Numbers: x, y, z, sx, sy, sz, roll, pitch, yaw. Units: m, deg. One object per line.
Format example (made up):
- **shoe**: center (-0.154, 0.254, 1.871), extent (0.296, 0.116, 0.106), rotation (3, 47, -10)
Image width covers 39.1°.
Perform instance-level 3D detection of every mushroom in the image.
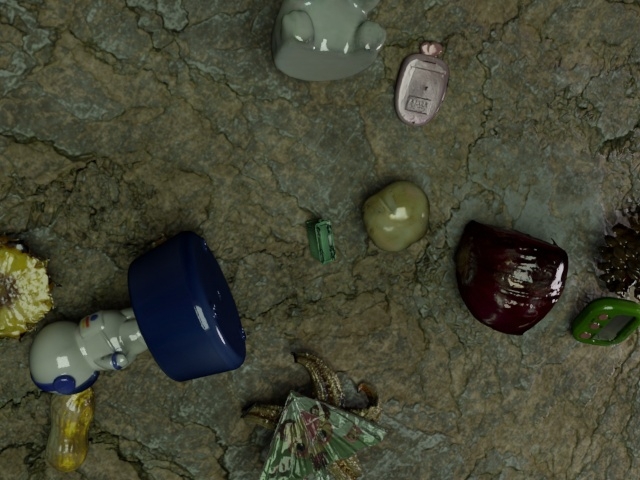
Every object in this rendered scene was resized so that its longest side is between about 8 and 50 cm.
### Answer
- **mushroom**: center (0.149, -0.047, 1.761), extent (0.147, 0.112, 0.148), rotation (-3, 109, -10)

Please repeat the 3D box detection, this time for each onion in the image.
- **onion**: center (0.380, 0.085, 1.803), extent (0.216, 0.207, 0.206), rotation (13, 99, -9)

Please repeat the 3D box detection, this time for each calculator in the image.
- **calculator**: center (0.197, -0.303, 1.745), extent (0.103, 0.024, 0.166), rotation (10, 104, -14)

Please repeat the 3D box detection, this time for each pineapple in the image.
- **pineapple**: center (-0.586, 0.082, 1.658), extent (0.224, 0.076, 0.225), rotation (-2, 107, -8)

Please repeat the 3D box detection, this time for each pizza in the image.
- **pizza**: center (-0.310, 0.021, 1.733), extent (0.037, 0.016, 0.083), rotation (10, 107, -16)

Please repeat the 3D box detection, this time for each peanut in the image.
- **peanut**: center (-0.487, 0.354, 1.752), extent (0.087, 0.087, 0.207), rotation (8, 105, -14)

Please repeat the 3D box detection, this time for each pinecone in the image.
- **pinecone**: center (0.669, 0.036, 1.868), extent (0.195, 0.150, 0.179), rotation (-42, 66, 14)

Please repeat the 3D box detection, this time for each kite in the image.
- **kite**: center (-0.009, 0.418, 1.798), extent (0.322, 0.013, 0.268), rotation (-22, 101, -15)

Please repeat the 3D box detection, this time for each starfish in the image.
- **starfish**: center (-0.017, 0.392, 1.854), extent (0.303, 0.113, 0.312), rotation (19, 91, -19)

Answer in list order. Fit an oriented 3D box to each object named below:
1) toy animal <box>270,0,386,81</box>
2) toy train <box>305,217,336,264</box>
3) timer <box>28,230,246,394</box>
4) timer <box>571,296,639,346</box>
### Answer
- **toy animal**: center (-0.001, -0.469, 1.574), extent (0.196, 0.241, 0.368), rotation (1, 91, -20)
- **toy train**: center (0.000, 0.000, 1.771), extent (0.038, 0.056, 0.093), rotation (-18, 109, -24)
- **timer**: center (-0.356, 0.170, 1.659), extent (0.383, 0.270, 0.271), rotation (-22, 109, 4)
- **timer**: center (0.612, 0.173, 1.927), extent (0.127, 0.047, 0.140), rotation (10, 138, -15)
